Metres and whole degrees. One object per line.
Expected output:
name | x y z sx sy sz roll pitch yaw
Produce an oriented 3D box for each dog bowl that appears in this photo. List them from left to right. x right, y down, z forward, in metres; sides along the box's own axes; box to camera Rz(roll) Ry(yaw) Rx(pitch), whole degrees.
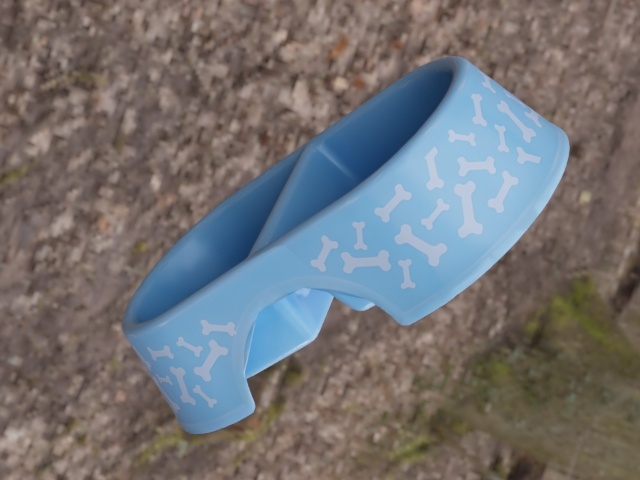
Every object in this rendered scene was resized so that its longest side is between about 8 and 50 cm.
dog bowl | 0.000 0.000 0.762 0.297 0.074 0.166 -33 -161 32
